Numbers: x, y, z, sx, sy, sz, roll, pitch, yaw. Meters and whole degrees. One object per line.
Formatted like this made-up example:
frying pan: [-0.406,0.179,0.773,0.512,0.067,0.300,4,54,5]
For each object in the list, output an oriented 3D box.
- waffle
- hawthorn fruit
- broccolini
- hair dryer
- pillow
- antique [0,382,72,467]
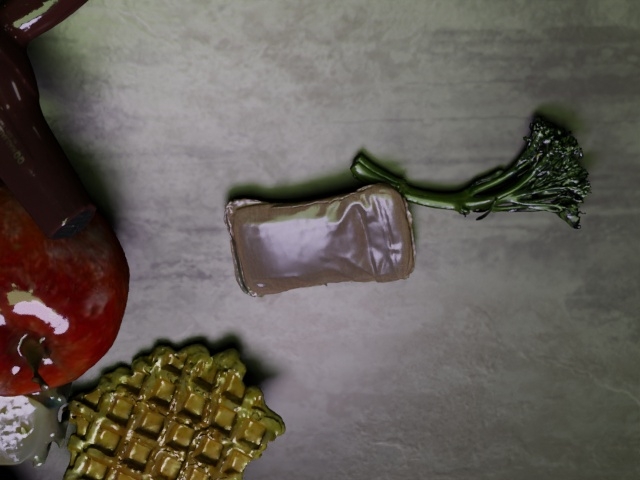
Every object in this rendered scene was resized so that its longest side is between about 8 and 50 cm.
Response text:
waffle: [-0.171,0.259,1.634,0.291,0.051,0.291,0,89,9]
hawthorn fruit: [-0.312,0.070,1.466,0.242,0.271,0.242,-16,134,-18]
broccolini: [0.170,-0.085,1.538,0.271,0.062,0.123,6,105,-2]
hair dryer: [-0.247,-0.212,1.400,0.340,0.123,0.312,-40,82,0]
pillow: [0.001,0.002,1.571,0.211,0.034,0.135,-6,120,6]
antique: [-0.429,0.179,1.586,0.284,0.150,0.125,8,113,-8]
